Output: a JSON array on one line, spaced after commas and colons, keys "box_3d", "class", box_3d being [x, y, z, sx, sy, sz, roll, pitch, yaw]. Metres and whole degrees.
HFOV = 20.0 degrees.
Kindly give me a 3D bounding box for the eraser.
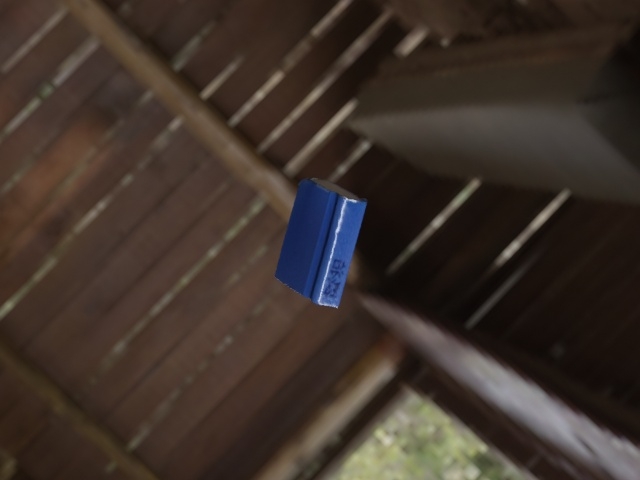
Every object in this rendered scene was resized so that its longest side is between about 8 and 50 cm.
[{"box_3d": [0.000, 0.000, 1.367, 0.027, 0.085, 0.063, 9, -168, -33], "class": "eraser"}]
